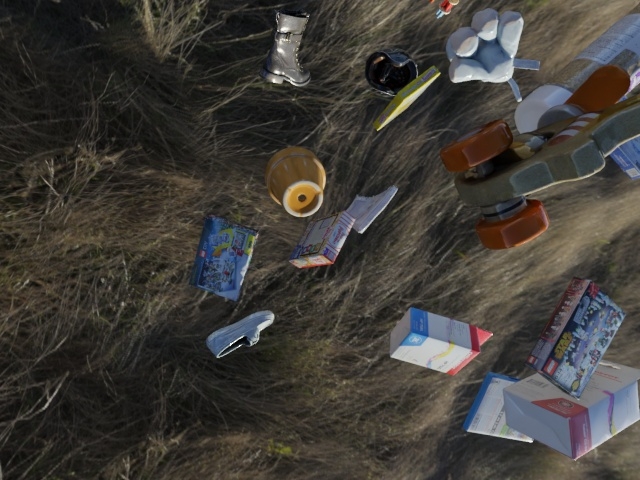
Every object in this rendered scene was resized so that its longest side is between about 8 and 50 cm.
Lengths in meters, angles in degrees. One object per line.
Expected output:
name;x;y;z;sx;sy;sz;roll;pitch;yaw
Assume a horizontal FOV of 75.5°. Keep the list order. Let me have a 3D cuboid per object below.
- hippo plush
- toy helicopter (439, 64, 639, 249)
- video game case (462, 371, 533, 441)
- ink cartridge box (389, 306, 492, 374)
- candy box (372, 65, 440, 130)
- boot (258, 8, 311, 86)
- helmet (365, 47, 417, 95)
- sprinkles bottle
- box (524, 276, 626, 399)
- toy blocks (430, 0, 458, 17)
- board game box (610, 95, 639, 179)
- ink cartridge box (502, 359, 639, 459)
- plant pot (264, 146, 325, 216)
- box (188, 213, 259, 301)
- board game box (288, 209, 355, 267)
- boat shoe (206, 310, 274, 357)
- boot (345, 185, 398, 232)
hippo plush;0.544;-0.641;1.354;0.294;0.237;0.234;12;128;-7
toy helicopter;0.335;-0.133;0.494;0.140;0.355;0.235;61;38;-9
video game case;0.360;0.317;0.780;0.166;0.015;0.119;18;99;-19
ink cartridge box;0.310;0.267;1.063;0.231;0.134;0.078;17;45;-5
candy box;0.191;-0.323;0.957;0.105;0.206;0.027;-41;93;-7
boot;-0.087;-0.647;1.385;0.263;0.091;0.229;-26;150;-51
helmet;0.257;-0.600;1.468;0.161;0.169;0.170;-14;102;-39
sprinkles bottle;0.536;-0.319;0.775;0.355;0.121;0.121;-41;115;-5
box;0.342;0.130;0.551;0.094;0.027;0.137;35;84;-21
toy blocks;0.466;-0.931;1.588;0.123;0.148;0.054;18;72;-16
board game box;0.443;-0.150;0.597;0.090;0.020;0.090;41;67;-12
ink cartridge box;0.402;0.248;0.644;0.198;0.115;0.067;-12;96;-23
plant pot;-0.072;-0.178;1.353;0.205;0.188;0.205;-6;123;-10
box;-0.297;0.054;1.267;0.159;0.044;0.233;20;108;0
board game box;0.000;0.000;1.160;0.045;0.193;0.147;37;67;-21
boat shoe;-0.233;0.292;1.271;0.227;0.081;0.079;-21;148;-32
boot;0.202;-0.159;1.708;0.123;0.095;0.258;41;73;7
